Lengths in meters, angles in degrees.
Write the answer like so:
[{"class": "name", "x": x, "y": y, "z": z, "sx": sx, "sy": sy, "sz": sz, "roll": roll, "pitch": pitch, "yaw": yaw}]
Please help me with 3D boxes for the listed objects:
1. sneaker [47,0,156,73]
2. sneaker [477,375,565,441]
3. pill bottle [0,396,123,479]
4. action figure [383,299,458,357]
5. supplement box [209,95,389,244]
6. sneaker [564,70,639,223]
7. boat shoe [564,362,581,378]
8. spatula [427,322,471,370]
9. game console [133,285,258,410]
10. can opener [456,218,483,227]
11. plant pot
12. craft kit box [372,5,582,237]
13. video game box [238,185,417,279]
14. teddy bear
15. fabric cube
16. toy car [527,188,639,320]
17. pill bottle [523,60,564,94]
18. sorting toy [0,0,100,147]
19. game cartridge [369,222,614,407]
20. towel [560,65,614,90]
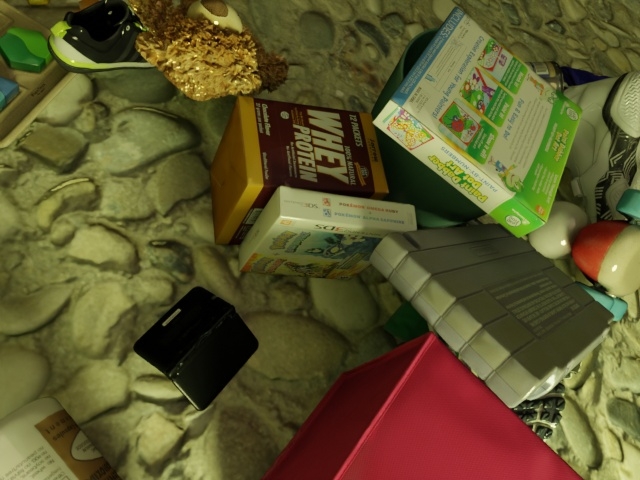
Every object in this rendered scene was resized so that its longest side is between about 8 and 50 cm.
[{"class": "sneaker", "x": -0.289, "y": -0.313, "z": 0.736, "sx": 0.084, "sy": 0.097, "sz": 0.234, "roll": 53, "pitch": 45, "yaw": -4}, {"class": "sneaker", "x": 0.292, "y": 0.193, "z": 0.754, "sx": 0.110, "sy": 0.122, "sz": 0.283, "roll": 10, "pitch": 51, "yaw": 5}, {"class": "pill bottle", "x": -0.252, "y": 0.281, "z": 0.476, "sx": 0.131, "sy": 0.131, "sz": 0.229, "roll": -39, "pitch": 86, "yaw": -33}, {"class": "action figure", "x": 0.206, "y": 0.094, "z": 0.809, "sx": 0.137, "sy": 0.063, "sz": 0.232, "roll": 37, "pitch": 61, "yaw": -2}, {"class": "supplement box", "x": -0.042, "y": -0.086, "z": 0.705, "sx": 0.194, "sy": 0.191, "sz": 0.129, "roll": 1, "pitch": 67, "yaw": -25}, {"class": "sneaker", "x": 0.557, "y": -0.166, "z": 1.045, "sx": 0.137, "sy": 0.210, "sz": 0.366, "roll": -8, "pitch": 107, "yaw": -41}, {"class": "boat shoe", "x": 0.406, "y": 0.204, "z": 0.846, "sx": 0.219, "sy": 0.078, "sz": 0.070, "roll": -30, "pitch": 81, "yaw": -24}, {"class": "spatula", "x": 0.171, "y": 0.120, "z": 0.695, "sx": 0.168, "sy": 0.019, "sz": 0.242, "roll": 20, "pitch": 55, "yaw": -59}, {"class": "game console", "x": -0.163, "y": 0.140, "z": 0.653, "sx": 0.107, "sy": 0.071, "sz": 0.122, "roll": 26, "pitch": 53, "yaw": 24}, {"class": "can opener", "x": 0.322, "y": 0.018, "z": 0.898, "sx": 0.186, "sy": 0.059, "sz": 0.073, "roll": 43, "pitch": 57, "yaw": 0}, {"class": "plant pot", "x": 0.202, "y": -0.157, "z": 0.822, "sx": 0.292, "sy": 0.235, "sz": 0.293, "roll": 9, "pitch": 64, "yaw": -20}, {"class": "craft kit box", "x": 0.227, "y": -0.170, "z": 0.668, "sx": 0.246, "sy": 0.061, "sz": 0.250, "roll": 36, "pitch": 58, "yaw": -2}, {"class": "video game box", "x": 0.000, "y": 0.000, "z": 0.676, "sx": 0.187, "sy": 0.205, "sz": 0.048, "roll": 8, "pitch": 65, "yaw": -20}, {"class": "teddy bear", "x": -0.153, "y": -0.303, "z": 0.723, "sx": 0.245, "sy": 0.113, "sz": 0.338, "roll": 45, "pitch": 18, "yaw": -5}, {"class": "fabric cube", "x": 0.093, "y": 0.305, "z": 0.548, "sx": 0.258, "sy": 0.259, "sz": 0.254, "roll": 43, "pitch": 58, "yaw": 2}, {"class": "toy car", "x": 0.487, "y": -0.003, "z": 0.926, "sx": 0.210, "sy": 0.219, "sz": 0.238, "roll": 12, "pitch": 16, "yaw": -46}, {"class": "pill bottle", "x": 0.357, "y": -0.293, "z": 0.986, "sx": 0.219, "sy": 0.123, "sz": 0.123, "roll": 0, "pitch": 64, "yaw": 5}, {"class": "sorting toy", "x": -0.461, "y": -0.297, "z": 0.702, "sx": 0.229, "sy": 0.041, "sz": 0.307, "roll": 29, "pitch": 59, "yaw": -10}, {"class": "game cartridge", "x": 0.244, "y": 0.072, "z": 0.644, "sx": 0.355, "sy": 0.068, "sz": 0.230, "roll": -5, "pitch": 49, "yaw": -48}, {"class": "towel", "x": 0.748, "y": -0.335, "z": 1.244, "sx": 0.308, "sy": 0.076, "sz": 0.228, "roll": 2, "pitch": 67, "yaw": -24}]
